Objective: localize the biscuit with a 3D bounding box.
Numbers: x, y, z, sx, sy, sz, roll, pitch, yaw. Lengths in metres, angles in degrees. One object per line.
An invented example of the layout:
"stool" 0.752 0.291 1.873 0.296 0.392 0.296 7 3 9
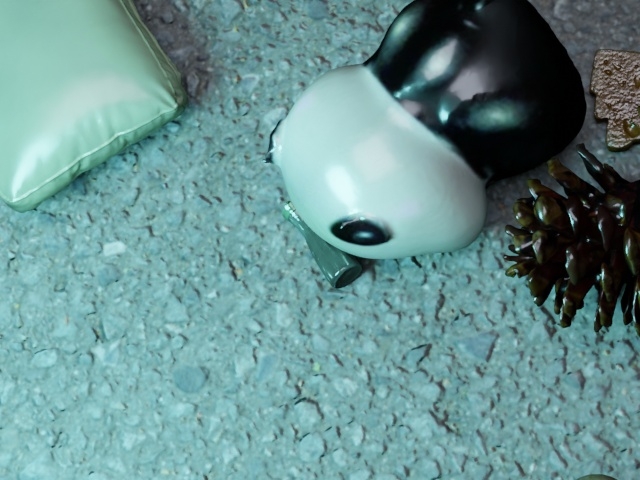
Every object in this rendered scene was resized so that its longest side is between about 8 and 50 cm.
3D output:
"biscuit" 0.346 -0.162 1.828 0.119 0.019 0.130 -33 70 1

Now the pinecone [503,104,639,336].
"pinecone" 0.321 -0.019 1.680 0.292 0.246 0.246 -16 70 17

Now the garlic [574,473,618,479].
"garlic" 0.260 0.347 1.620 0.227 0.152 0.228 -4 64 9

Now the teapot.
"teapot" 0.000 0.000 1.839 0.043 0.043 0.111 -37 67 -1

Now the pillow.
"pillow" -0.322 -0.218 1.928 0.255 0.120 0.322 -31 70 1

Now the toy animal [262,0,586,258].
"toy animal" 0.102 -0.121 1.762 0.310 0.251 0.251 -40 70 -9
